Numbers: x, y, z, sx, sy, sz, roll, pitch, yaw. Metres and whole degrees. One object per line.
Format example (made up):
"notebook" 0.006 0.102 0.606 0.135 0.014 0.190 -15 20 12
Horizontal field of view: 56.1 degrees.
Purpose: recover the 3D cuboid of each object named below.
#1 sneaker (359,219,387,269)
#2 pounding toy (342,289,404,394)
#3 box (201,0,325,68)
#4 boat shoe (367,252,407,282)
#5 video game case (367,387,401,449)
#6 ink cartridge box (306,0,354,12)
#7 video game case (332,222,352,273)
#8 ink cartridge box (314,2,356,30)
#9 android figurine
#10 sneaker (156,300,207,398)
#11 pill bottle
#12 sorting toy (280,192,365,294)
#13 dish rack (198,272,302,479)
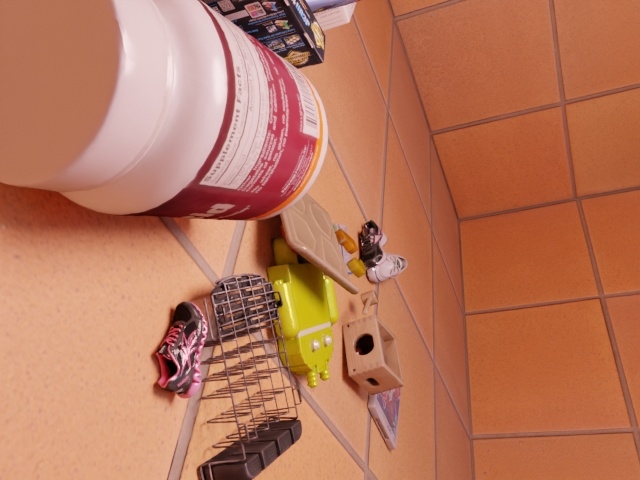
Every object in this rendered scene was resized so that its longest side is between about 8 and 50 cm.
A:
"sneaker" 0.126 0.009 1.571 0.077 0.072 0.178 57 19 -22
"pounding toy" 0.098 0.214 1.347 0.181 0.094 0.206 48 27 -47
"box" -0.126 -0.282 0.788 0.175 0.221 0.051 45 43 -57
"boat shoe" 0.189 0.065 1.673 0.226 0.076 0.083 -19 97 -70
"video game case" 0.167 0.394 1.529 0.201 0.023 0.183 -76 149 -49
"ink cartridge box" -0.093 -0.475 0.918 0.396 0.151 0.269 -27 109 -33
"video game case" 0.035 0.019 1.372 0.166 0.015 0.119 9 72 -69
"ink cartridge box" -0.046 -0.553 1.209 0.168 0.171 0.232 -76 148 -49
"android figurine" -0.029 0.127 1.093 0.248 0.056 0.272 8 71 -69
"sneaker" -0.173 0.128 0.727 0.057 0.047 0.119 28 52 -51
"pill bottle" -0.157 -0.134 0.629 0.392 0.224 0.223 0 81 -69
"sorting toy" 0.000 0.000 1.125 0.307 0.041 0.229 40 22 -49
"dish rack" -0.104 0.184 0.841 0.208 0.074 0.271 -2 80 -71
